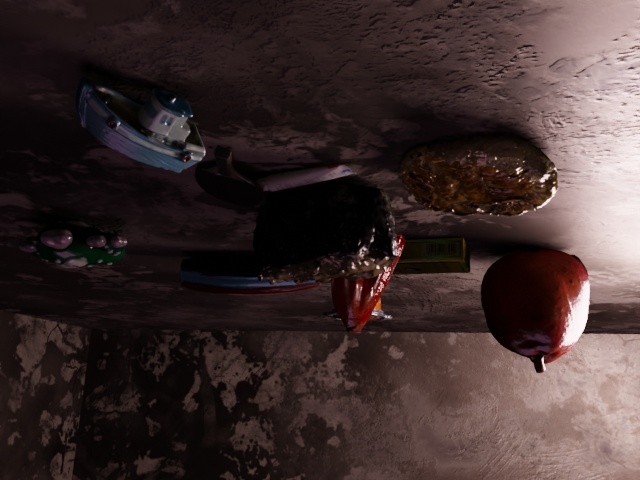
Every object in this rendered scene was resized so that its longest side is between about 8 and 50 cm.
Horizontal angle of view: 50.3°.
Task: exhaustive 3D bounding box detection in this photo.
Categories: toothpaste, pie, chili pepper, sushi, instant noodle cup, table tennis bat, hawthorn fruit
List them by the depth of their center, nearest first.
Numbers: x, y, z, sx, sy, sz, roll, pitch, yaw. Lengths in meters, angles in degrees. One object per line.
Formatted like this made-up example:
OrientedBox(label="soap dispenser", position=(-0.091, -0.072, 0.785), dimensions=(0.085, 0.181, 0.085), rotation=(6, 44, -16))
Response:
OrientedBox(label="pie", position=(0.263, -0.103, 1.136), dimensions=(0.274, 0.055, 0.274), rotation=(6, 162, 2))
OrientedBox(label="toothpaste", position=(-0.031, -0.112, 1.208), dimensions=(0.190, 0.031, 0.048), rotation=(-8, 162, 28))
OrientedBox(label="table tennis bat", position=(-0.165, -0.110, 1.214), dimensions=(0.130, 0.019, 0.220), rotation=(16, 162, 2))
OrientedBox(label="sushi", position=(0.000, 0.000, 1.355), dimensions=(0.211, 0.171, 0.350), rotation=(13, 164, -40))
OrientedBox(label="chili pepper", position=(0.088, 0.084, 1.530), dimensions=(0.136, 0.253, 0.144), rotation=(17, 180, 24))
OrientedBox(label="hawthorn fruit", position=(0.529, 0.176, 1.678), dimensions=(0.265, 0.307, 0.265), rotation=(2, 158, 1))
OrientedBox(label="instant noodle cup", position=(0.117, 0.178, 2.118), dimensions=(0.208, 0.126, 0.177), rotation=(7, 164, -16))

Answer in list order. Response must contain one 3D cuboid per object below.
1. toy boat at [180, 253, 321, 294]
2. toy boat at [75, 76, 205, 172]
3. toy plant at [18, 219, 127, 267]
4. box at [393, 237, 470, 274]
OrientedBox(label="toy boat", position=(-0.195, 0.089, 1.881), dimensions=(0.392, 0.136, 0.079), rotation=(1, 134, 9))
OrientedBox(label="toy boat", position=(-0.235, -0.173, 0.941), dimensions=(0.215, 0.088, 0.102), rotation=(19, 125, -45))
OrientedBox(label="toy plant", position=(-0.585, 0.011, 1.629), dimensions=(0.243, 0.113, 0.232), rotation=(4, 169, -28))
OrientedBox(label="box", position=(0.252, 0.041, 1.685), dimensions=(0.220, 0.064, 0.141), rotation=(0, 166, 18))
